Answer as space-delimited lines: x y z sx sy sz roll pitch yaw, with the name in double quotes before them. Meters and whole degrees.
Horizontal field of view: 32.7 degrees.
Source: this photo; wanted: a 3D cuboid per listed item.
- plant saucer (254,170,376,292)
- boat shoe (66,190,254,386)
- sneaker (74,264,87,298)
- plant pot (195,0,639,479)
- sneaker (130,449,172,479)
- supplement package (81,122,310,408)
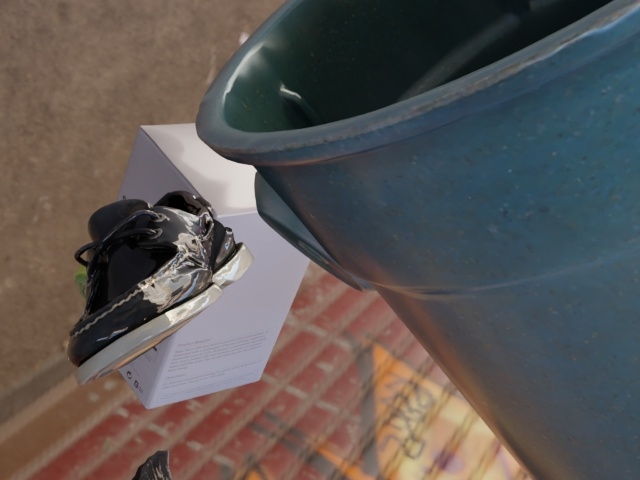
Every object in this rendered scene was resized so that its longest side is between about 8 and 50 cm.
"plant saucer" 0.000 0.000 0.699 0.021 0.119 0.119 -53 161 -6
"boat shoe" -0.141 0.018 0.888 0.127 0.113 0.340 -31 -175 17
"sneaker" -0.314 0.092 1.634 0.295 0.109 0.123 148 -57 -75
"plant pot" 0.175 -0.012 0.511 0.334 0.341 0.341 57 47 -21
"sneaker" -0.193 0.343 1.313 0.089 0.170 0.051 -10 154 -43
"supplement package" -0.141 0.024 1.303 0.178 0.175 0.293 -8 134 -41
